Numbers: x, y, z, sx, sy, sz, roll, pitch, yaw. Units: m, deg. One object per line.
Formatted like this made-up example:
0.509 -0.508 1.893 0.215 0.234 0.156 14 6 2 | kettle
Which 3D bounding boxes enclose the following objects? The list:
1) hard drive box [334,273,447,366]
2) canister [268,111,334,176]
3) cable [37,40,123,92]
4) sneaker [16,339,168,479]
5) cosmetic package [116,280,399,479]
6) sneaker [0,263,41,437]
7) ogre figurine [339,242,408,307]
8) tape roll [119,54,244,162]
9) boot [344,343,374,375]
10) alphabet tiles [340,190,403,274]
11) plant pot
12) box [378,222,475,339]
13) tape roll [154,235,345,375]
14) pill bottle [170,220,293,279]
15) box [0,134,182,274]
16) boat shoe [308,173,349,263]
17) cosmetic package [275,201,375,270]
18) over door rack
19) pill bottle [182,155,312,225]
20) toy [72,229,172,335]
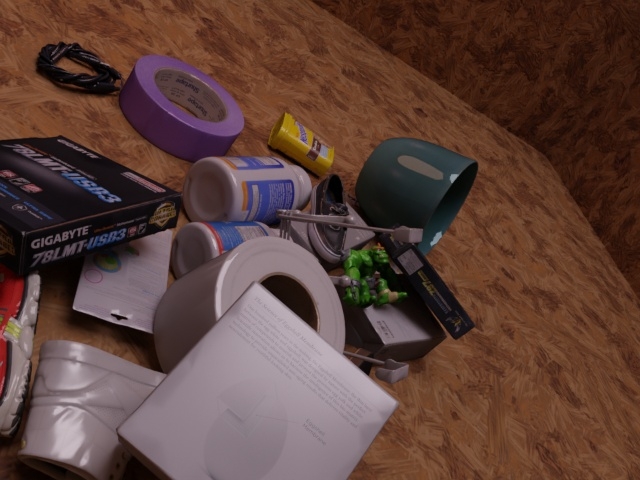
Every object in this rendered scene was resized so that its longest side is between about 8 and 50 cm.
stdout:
0.136 0.165 1.382 0.232 0.089 0.181 3 47 -47 | hard drive box
-0.049 -0.258 1.754 0.170 0.073 0.126 32 31 -18 | canister
-0.525 -0.380 1.392 0.150 0.047 0.185 51 32 17 | cable
-0.246 0.254 0.835 0.293 0.108 0.169 32 50 -38 | sneaker
-0.074 0.212 0.753 0.224 0.138 0.224 41 64 3 | cosmetic package
-0.420 0.113 0.806 0.119 0.107 0.279 11 38 -27 | sneaker
0.098 0.072 1.289 0.197 0.097 0.118 -8 71 -34 | ogre figurine
-0.316 -0.304 1.491 0.275 0.090 0.274 29 31 -19 | tape roll
-0.024 0.259 1.097 0.115 0.112 0.305 21 25 22 | boot
0.104 -0.006 1.654 0.285 0.011 0.342 37 30 -8 | alphabet tiles
0.235 -0.136 1.698 0.235 0.292 0.293 34 27 19 | plant pot
0.225 0.084 1.392 0.232 0.059 0.183 52 7 -14 | box
-0.105 0.132 0.989 0.246 0.169 0.246 20 59 -37 | tape roll
-0.154 0.025 1.201 0.222 0.124 0.124 -2 50 -52 | pill bottle
-0.418 -0.073 0.980 0.296 0.073 0.293 27 26 23 | box
0.028 -0.054 1.353 0.080 0.076 0.228 27 37 -22 | boat shoe
0.000 0.000 1.423 0.127 0.107 0.238 49 32 10 | cosmetic package
0.042 0.079 1.091 0.108 0.239 0.324 -1 8 -43 | over door rack
-0.141 -0.100 1.356 0.152 0.152 0.272 52 31 19 | pill bottle
-0.318 0.053 1.043 0.137 0.056 0.237 23 39 -26 | toy
